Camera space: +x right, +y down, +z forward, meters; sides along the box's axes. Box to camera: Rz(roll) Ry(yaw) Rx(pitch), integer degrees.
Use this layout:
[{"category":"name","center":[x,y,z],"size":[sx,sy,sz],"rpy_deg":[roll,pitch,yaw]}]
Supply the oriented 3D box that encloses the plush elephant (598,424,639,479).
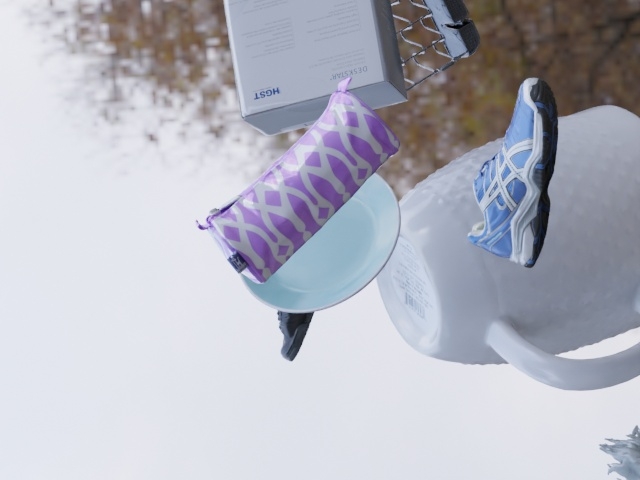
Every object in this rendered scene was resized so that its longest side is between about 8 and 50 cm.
[{"category":"plush elephant","center":[0.499,0.222,1.858],"size":[0.255,0.330,0.272],"rpy_deg":[-28,-60,-37]}]

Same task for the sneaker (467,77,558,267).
[{"category":"sneaker","center":[0.205,-0.072,1.875],"size":[0.080,0.081,0.211],"rpy_deg":[-46,-35,-62]}]

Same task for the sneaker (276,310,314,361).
[{"category":"sneaker","center":[-0.043,0.060,2.174],"size":[0.051,0.089,0.170],"rpy_deg":[-67,-1,-69]}]

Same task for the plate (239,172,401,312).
[{"category":"plate","center":[0.000,0.000,1.878],"size":[0.024,0.188,0.188],"rpy_deg":[55,-138,-49]}]

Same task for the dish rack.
[{"category":"dish rack","center":[0.062,-0.271,2.266],"size":[0.271,0.074,0.208],"rpy_deg":[-32,-73,-12]}]

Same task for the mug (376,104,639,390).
[{"category":"mug","center":[0.267,0.038,2.109],"size":[0.328,0.374,0.276],"rpy_deg":[-18,-46,-21]}]

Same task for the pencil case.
[{"category":"pencil case","center":[-0.021,-0.052,1.649],"size":[0.206,0.086,0.088],"rpy_deg":[-44,-80,-10]}]

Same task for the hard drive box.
[{"category":"hard drive box","center":[-0.012,-0.259,2.042],"size":[0.089,0.181,0.232],"rpy_deg":[31,-131,-69]}]
